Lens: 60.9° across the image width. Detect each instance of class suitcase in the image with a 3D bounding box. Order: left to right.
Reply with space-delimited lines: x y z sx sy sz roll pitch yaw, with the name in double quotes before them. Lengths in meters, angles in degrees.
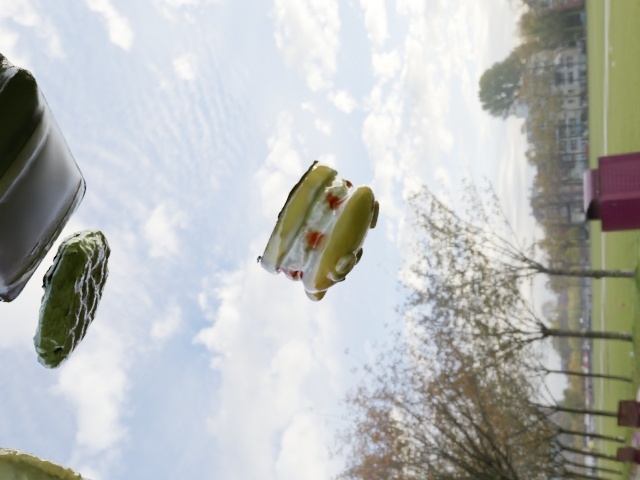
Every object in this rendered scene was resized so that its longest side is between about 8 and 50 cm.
"suitcase" -0.502 -0.092 0.798 0.434 0.194 0.283 117 176 -65

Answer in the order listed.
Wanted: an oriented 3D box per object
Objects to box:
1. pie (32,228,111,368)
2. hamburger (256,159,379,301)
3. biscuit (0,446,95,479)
"pie" -0.517 0.113 1.150 0.306 0.071 0.307 -167 90 -82
"hamburger" 0.000 0.000 1.141 0.303 0.186 0.261 -59 -2 35
"biscuit" -0.326 0.274 0.499 0.040 0.265 0.188 -119 22 -71
